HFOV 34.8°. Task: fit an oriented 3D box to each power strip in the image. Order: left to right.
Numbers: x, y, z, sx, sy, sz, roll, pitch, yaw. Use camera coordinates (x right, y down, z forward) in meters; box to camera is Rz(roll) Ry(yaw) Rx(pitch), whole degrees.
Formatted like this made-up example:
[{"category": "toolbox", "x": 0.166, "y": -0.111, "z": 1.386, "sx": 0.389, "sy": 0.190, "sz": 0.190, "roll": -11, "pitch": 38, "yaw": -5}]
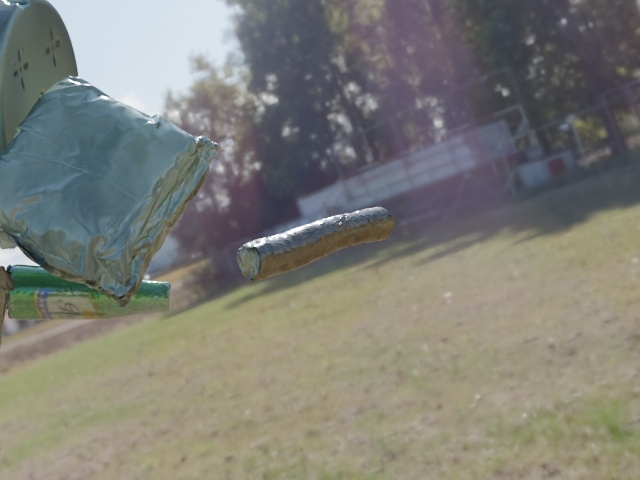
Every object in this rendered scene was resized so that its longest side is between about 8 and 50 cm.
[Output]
[{"category": "power strip", "x": -0.507, "y": -0.204, "z": 1.602, "sx": 0.161, "sy": 0.358, "sz": 0.357, "roll": 1, "pitch": 5, "yaw": 7}]

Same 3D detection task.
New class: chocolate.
[{"category": "chocolate", "x": -0.417, "y": 0.098, "z": 1.849, "sx": 0.291, "sy": 0.110, "sz": 0.110, "roll": 2, "pitch": 1, "yaw": -3}]

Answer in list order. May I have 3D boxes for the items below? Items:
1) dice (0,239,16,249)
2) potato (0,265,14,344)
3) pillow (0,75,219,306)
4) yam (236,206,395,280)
[{"category": "dice", "x": -0.630, "y": -0.147, "z": 2.268, "sx": 0.268, "sy": 0.263, "sz": 0.264, "roll": -27, "pitch": 12, "yaw": -32}, {"category": "potato", "x": -0.440, "y": 0.129, "z": 1.213, "sx": 0.098, "sy": 0.243, "sz": 0.138, "roll": -6, "pitch": -29, "yaw": 2}, {"category": "pillow", "x": -0.320, "y": -0.086, "z": 1.414, "sx": 0.138, "sy": 0.283, "sz": 0.310, "roll": 105, "pitch": -170, "yaw": -55}, {"category": "yam", "x": 0.000, "y": 0.000, "z": 1.555, "sx": 0.299, "sy": 0.066, "sz": 0.066, "roll": -17, "pitch": -1, "yaw": -41}]
